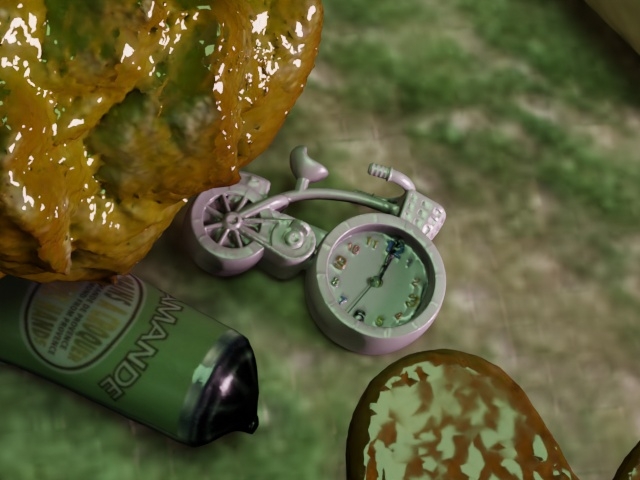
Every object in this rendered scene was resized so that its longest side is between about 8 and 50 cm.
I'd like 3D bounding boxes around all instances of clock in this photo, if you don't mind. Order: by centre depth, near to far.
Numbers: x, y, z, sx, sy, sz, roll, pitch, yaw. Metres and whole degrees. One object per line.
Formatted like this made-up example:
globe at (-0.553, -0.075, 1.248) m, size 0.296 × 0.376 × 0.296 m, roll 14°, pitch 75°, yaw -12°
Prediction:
clock at (0.000, 0.000, 0.913) m, size 0.129 × 0.041 × 0.087 m, roll 21°, pitch 66°, yaw -4°

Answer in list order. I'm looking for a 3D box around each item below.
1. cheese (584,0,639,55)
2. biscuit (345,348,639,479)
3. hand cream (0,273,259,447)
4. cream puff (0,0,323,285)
cheese at (0.176, -0.188, 0.985) m, size 0.351 × 0.129 × 0.328 m, roll 3°, pitch 63°, yaw -9°
biscuit at (0.062, 0.190, 0.814) m, size 0.432 × 0.064 × 0.283 m, roll -19°, pitch 74°, yaw -16°
hand cream at (-0.132, 0.028, 0.875) m, size 0.235 × 0.055 × 0.086 m, roll 26°, pitch 59°, yaw 12°
cream puff at (-0.125, -0.079, 0.808) m, size 0.244 × 0.244 × 0.196 m, roll 11°, pitch 99°, yaw -4°
